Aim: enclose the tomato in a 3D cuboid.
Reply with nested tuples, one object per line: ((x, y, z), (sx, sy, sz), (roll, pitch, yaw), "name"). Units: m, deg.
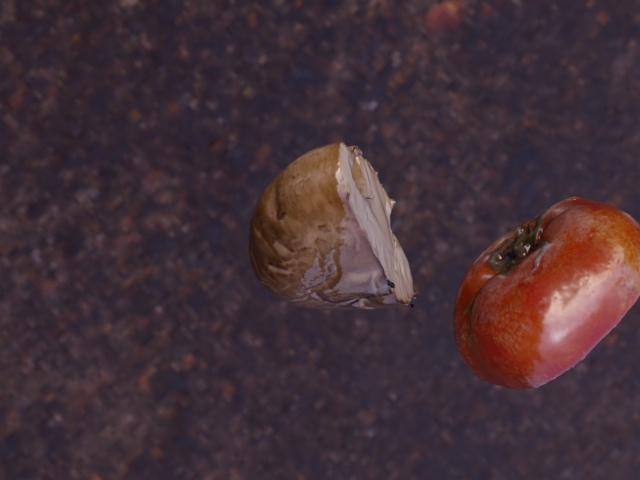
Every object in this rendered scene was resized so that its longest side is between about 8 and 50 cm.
((0.225, 0.044, 1.722), (0.237, 0.237, 0.095), (-46, 108, -1), "tomato")

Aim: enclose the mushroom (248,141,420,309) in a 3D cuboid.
((0.000, 0.000, 1.706), (0.151, 0.156, 0.286), (-14, 152, 11), "mushroom")
